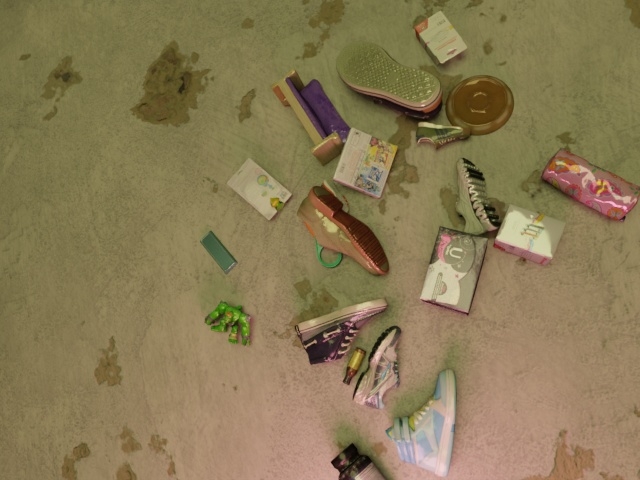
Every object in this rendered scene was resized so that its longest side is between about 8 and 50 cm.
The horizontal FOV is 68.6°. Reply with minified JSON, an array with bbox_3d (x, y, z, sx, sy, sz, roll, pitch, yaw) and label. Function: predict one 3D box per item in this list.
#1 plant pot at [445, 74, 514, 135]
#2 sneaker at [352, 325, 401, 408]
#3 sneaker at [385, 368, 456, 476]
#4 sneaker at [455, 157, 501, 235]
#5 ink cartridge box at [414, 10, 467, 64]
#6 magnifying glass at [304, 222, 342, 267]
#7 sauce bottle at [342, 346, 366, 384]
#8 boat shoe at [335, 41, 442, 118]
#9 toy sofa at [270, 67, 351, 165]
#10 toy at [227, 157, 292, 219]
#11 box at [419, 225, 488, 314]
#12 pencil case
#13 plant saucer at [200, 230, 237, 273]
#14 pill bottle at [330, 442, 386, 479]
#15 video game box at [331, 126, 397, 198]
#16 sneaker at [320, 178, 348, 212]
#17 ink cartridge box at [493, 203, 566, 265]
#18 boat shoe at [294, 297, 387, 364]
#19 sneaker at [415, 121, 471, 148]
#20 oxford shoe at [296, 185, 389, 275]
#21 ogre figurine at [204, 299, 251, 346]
[{"bbox_3d":[0.569,-0.492,1.681,0.236,0.032,0.237,-4,76,16],"label":"plant pot"},{"bbox_3d":[0.214,0.421,1.555,0.122,0.110,0.283,26,88,3],"label":"sneaker"},{"bbox_3d":[0.314,0.550,1.467,0.208,0.127,0.319,6,79,17],"label":"sneaker"},{"bbox_3d":[0.501,-0.149,1.587,0.118,0.110,0.292,-37,51,44],"label":"sneaker"},{"bbox_3d":[0.452,-0.744,1.757,0.115,0.067,0.198,-29,69,9],"label":"ink cartridge box"},{"bbox_3d":[0.000,0.000,1.746,0.092,0.026,0.231,-36,69,7],"label":"magnifying glass"},{"bbox_3d":[0.112,0.429,1.601,0.042,0.042,0.128,25,84,21],"label":"sauce bottle"},{"bbox_3d":[0.249,-0.590,1.744,0.500,0.156,0.187,38,95,33],"label":"boat shoe"},{"bbox_3d":[-0.023,-0.487,1.801,0.177,0.150,0.363,-33,70,8],"label":"toy sofa"},{"bbox_3d":[-0.237,-0.199,1.850,0.237,0.056,0.137,40,88,16],"label":"toy"},{"bbox_3d":[0.433,0.099,1.525,0.163,0.142,0.248,15,82,19],"label":"box"},{"bbox_3d":[0.851,-0.179,1.479,0.284,0.124,0.124,34,89,20],"label":"pencil case"},{"bbox_3d":[-0.409,0.044,1.867,0.067,0.018,0.192,-45,68,3],"label":"plant saucer"},{"bbox_3d":[0.134,0.760,1.475,0.123,0.123,0.219,-43,69,4],"label":"pill bottle"},{"bbox_3d":[0.161,-0.281,1.709,0.187,0.048,0.205,21,83,-6],"label":"video game box"},{"bbox_3d":[0.048,-0.154,1.761,0.065,0.061,0.158,-44,65,32],"label":"sneaker"},{"bbox_3d":[0.660,-0.016,1.489,0.176,0.128,0.127,23,85,20],"label":"ink cartridge box"},{"bbox_3d":[0.088,0.314,1.605,0.340,0.127,0.158,-22,78,20],"label":"boat shoe"},{"bbox_3d":[0.434,-0.366,1.681,0.192,0.064,0.086,14,89,20],"label":"sneaker"},{"bbox_3d":[0.080,-0.012,1.676,0.397,0.140,0.146,48,121,10],"label":"oxford shoe"},{"bbox_3d":[-0.336,0.301,1.748,0.197,0.096,0.118,30,105,36],"label":"ogre figurine"}]
